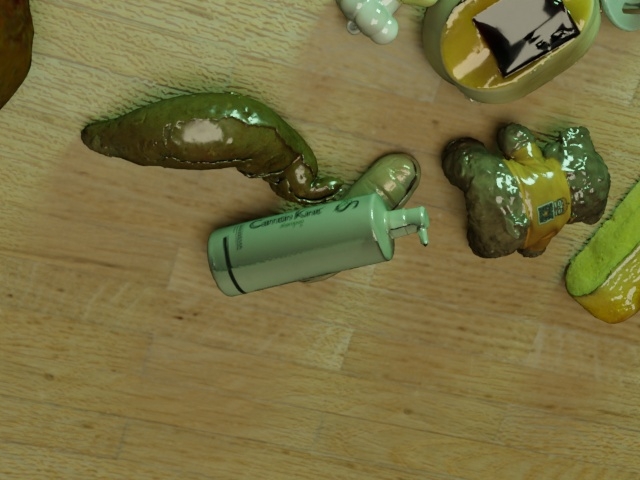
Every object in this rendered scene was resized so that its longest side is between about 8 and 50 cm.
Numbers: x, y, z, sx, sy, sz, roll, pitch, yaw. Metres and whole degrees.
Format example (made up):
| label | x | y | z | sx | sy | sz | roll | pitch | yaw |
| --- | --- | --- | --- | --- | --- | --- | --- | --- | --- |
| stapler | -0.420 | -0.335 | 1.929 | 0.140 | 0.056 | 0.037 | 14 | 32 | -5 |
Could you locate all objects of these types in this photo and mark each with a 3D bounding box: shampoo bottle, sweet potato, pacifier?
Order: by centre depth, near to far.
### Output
| label | x | y | z | sx | sy | sz | roll | pitch | yaw |
| --- | --- | --- | --- | --- | --- | --- | --- | --- | --- |
| sweet potato | -0.114 | -0.115 | 1.381 | 0.309 | 0.098 | 0.124 | 9 | 140 | -14 |
| pacifier | 0.386 | -0.317 | 1.393 | 0.126 | 0.116 | 0.150 | -1 | 99 | -39 |
| shampoo bottle | 0.000 | 0.000 | 1.417 | 0.262 | 0.085 | 0.085 | -13 | 115 | 18 |

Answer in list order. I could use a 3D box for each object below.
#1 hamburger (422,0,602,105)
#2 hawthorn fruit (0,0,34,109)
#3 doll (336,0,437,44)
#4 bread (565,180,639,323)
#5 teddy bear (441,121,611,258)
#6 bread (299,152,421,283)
| label | x | y | z | sx | sy | sz | roll | pitch | yaw |
| --- | --- | --- | --- | --- | --- | --- | --- | --- | --- |
| hamburger | 0.222 | -0.254 | 1.393 | 0.210 | 0.116 | 0.173 | -36 | 106 | 9 |
| hawthorn fruit | -0.403 | -0.211 | 1.247 | 0.248 | 0.208 | 0.208 | -38 | 115 | -14 |
| doll | 0.088 | -0.296 | 1.367 | 0.162 | 0.062 | 0.106 | -45 | 72 | 7 |
| bread | 0.422 | -0.001 | 1.538 | 0.094 | 0.102 | 0.245 | 36 | 100 | -19 |
| teddy bear | 0.262 | -0.059 | 1.470 | 0.190 | 0.140 | 0.177 | -22 | 112 | -11 |
| bread | 0.044 | -0.021 | 1.481 | 0.214 | 0.053 | 0.073 | -46 | 116 | 9 |
